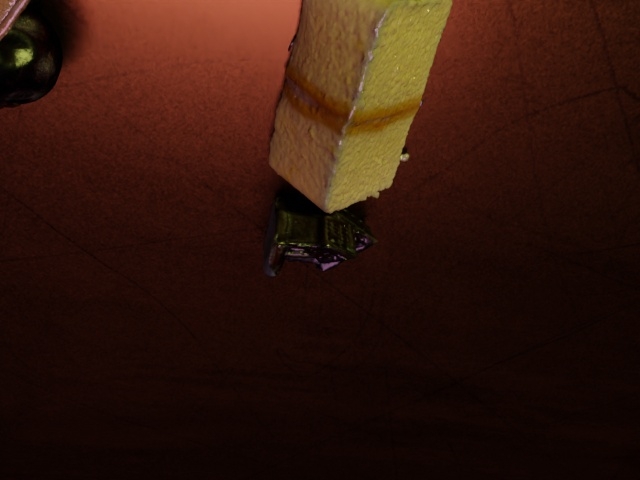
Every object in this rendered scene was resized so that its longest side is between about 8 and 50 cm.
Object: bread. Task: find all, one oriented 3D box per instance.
[{"bbox_3d":[0.036,-0.161,0.646,0.178,0.141,0.266,16,127,2],"label":"bread"}]

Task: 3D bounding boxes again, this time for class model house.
[{"bbox_3d":[0.001,0.003,0.761,0.152,0.165,0.106,3,113,-9],"label":"model house"}]

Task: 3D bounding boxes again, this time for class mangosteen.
[{"bbox_3d":[-0.337,-0.211,0.565,0.137,0.137,0.151,-3,101,-2],"label":"mangosteen"}]

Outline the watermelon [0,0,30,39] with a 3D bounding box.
[{"bbox_3d":[-0.438,-0.229,0.411,0.319,0.222,0.292,40,100,6],"label":"watermelon"}]
